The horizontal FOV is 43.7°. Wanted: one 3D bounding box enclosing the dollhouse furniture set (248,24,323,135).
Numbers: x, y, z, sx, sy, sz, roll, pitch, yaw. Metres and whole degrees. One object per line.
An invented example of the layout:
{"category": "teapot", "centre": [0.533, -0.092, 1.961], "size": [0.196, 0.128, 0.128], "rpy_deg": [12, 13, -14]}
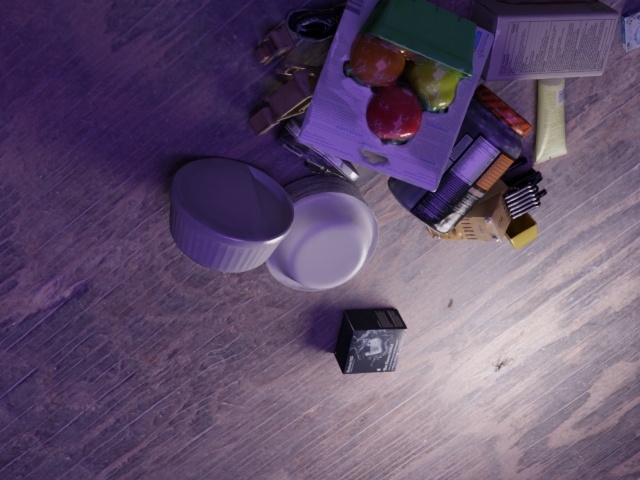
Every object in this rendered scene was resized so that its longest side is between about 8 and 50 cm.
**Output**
{"category": "dollhouse furniture set", "centre": [-0.088, -0.342, 1.694], "size": [0.101, 0.161, 0.182], "rpy_deg": [-28, 179, -45]}

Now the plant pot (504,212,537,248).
{"category": "plant pot", "centre": [0.522, -0.027, 2.097], "size": [0.081, 0.081, 0.083], "rpy_deg": [-32, 139, 4]}

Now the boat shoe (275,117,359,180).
{"category": "boat shoe", "centre": [-0.007, -0.192, 1.806], "size": [0.219, 0.077, 0.070], "rpy_deg": [34, 109, -27]}

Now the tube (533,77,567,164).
{"category": "tube", "centre": [0.560, -0.293, 1.945], "size": [0.070, 0.062, 0.240], "rpy_deg": [9, 136, 25]}

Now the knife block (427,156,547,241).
{"category": "knife block", "centre": [0.419, -0.112, 2.011], "size": [0.276, 0.242, 0.088], "rpy_deg": [2, 137, 36]}

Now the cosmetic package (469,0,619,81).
{"category": "cosmetic package", "centre": [0.483, -0.449, 1.763], "size": [0.296, 0.129, 0.153], "rpy_deg": [-5, 125, -17]}

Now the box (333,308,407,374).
{"category": "box", "centre": [0.134, 0.273, 2.156], "size": [0.158, 0.093, 0.156], "rpy_deg": [0, 123, -18]}

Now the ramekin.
{"category": "ramekin", "centre": [-0.201, -0.047, 1.724], "size": [0.273, 0.272, 0.127], "rpy_deg": [6, 131, -23]}

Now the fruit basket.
{"category": "fruit basket", "centre": [0.156, -0.316, 1.638], "size": [0.327, 0.165, 0.353], "rpy_deg": [18, 103, -17]}

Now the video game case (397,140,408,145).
{"category": "video game case", "centre": [0.280, -0.204, 1.926], "size": [0.190, 0.022, 0.173], "rpy_deg": [-23, 128, -2]}

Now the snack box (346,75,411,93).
{"category": "snack box", "centre": [0.135, -0.327, 1.742], "size": [0.141, 0.100, 0.037], "rpy_deg": [-4, 124, -17]}

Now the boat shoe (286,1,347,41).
{"category": "boat shoe", "centre": [0.026, -0.443, 1.636], "size": [0.183, 0.083, 0.065], "rpy_deg": [-9, 125, -13]}

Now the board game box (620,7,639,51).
{"category": "board game box", "centre": [0.757, -0.504, 1.887], "size": [0.090, 0.020, 0.090], "rpy_deg": [-21, 127, -4]}

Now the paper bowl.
{"category": "paper bowl", "centre": [0.000, 0.000, 1.891], "size": [0.284, 0.148, 0.284], "rpy_deg": [-9, 127, -13]}

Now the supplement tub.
{"category": "supplement tub", "centre": [0.318, -0.186, 1.815], "size": [0.194, 0.193, 0.316], "rpy_deg": [30, 109, -33]}
